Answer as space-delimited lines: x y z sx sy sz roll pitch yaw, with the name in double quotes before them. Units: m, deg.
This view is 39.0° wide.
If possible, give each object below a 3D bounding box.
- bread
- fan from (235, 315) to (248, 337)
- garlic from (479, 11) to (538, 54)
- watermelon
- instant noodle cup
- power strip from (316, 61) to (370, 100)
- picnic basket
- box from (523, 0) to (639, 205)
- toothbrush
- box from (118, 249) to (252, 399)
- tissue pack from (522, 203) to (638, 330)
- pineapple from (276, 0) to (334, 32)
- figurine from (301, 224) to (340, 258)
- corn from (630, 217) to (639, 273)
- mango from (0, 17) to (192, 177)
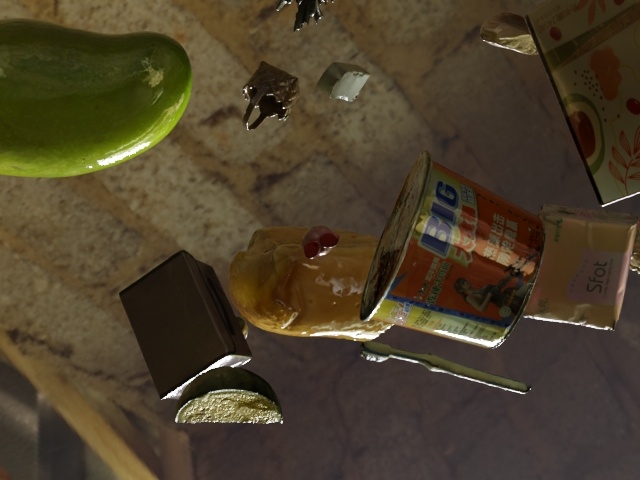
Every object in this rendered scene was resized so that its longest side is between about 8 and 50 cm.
"bread" -0.024 0.109 2.171 0.394 0.250 0.361 2 -170 -25
"fan" -0.265 0.249 2.365 0.082 0.155 0.039 -116 11 -51
"garlic" 0.480 -0.534 2.312 0.196 0.087 0.101 6 -144 -30
"watermelon" -0.153 0.252 1.510 0.075 0.182 0.092 -98 10 -50
"instant noodle cup" 0.211 0.028 1.427 0.214 0.296 0.296 20 -162 -2
"power strip" 0.050 -0.354 2.016 0.048 0.080 0.286 36 -165 6
"picnic basket" -0.145 -0.365 2.380 0.138 0.178 0.128 28 157 14
"box" 0.536 -0.275 1.364 0.122 0.385 0.344 -19 -93 -34
"toothbrush" 0.191 0.190 1.350 0.294 0.028 0.026 14 -135 -17
"box" -0.280 0.184 1.897 0.252 0.188 0.153 60 -169 21
"tissue pack" 0.566 0.055 1.986 0.123 0.215 0.256 -59 -25 -64
"pineapple" 0.009 -0.673 2.153 0.166 0.364 0.165 21 -134 -23
"figurine" 0.000 0.000 1.916 0.071 0.083 0.067 -91 -12 -84
"corn" 0.882 -0.052 2.298 0.127 0.335 0.126 37 152 23
"mango" -0.283 -0.156 0.975 0.143 0.293 0.175 66 -160 -85
